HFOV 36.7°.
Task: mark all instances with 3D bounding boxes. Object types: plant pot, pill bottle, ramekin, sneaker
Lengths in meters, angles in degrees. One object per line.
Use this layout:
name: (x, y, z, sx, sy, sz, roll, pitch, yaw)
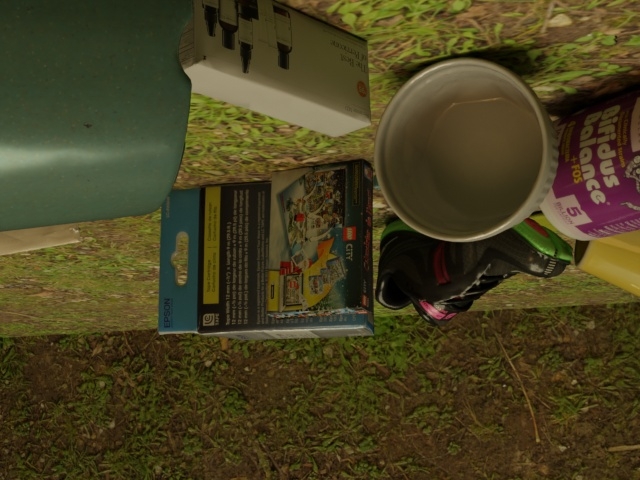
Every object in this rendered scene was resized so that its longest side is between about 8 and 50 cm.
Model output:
plant pot: (-0.278, -0.139, 0.656, 0.334, 0.341, 0.341, -2, 170, -23)
plant pot: (0.537, -0.008, 1.510, 0.238, 0.254, 0.254, 15, 169, 5)
pill bottle: (0.415, -0.105, 1.162, 0.169, 0.169, 0.301, 8, 165, -33)
ramekin: (0.176, -0.101, 1.118, 0.207, 0.207, 0.109, -7, 176, 28)
sneaker: (0.260, 0.058, 1.708, 0.185, 0.202, 0.482, 26, 163, -23)

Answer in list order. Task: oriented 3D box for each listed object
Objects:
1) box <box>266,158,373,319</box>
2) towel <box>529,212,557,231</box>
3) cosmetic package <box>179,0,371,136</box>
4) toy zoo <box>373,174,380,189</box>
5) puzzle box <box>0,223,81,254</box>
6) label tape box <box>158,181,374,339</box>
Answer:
box: (0.000, 0.000, 1.484, 0.159, 0.233, 0.044, -5, 163, 24)
towel: (0.448, -0.042, 1.831, 0.237, 0.021, 0.102, -9, 160, 37)
cosmetic package: (-0.047, -0.180, 0.963, 0.060, 0.099, 0.239, -11, 165, 43)
toy zoo: (0.230, -0.098, 1.519, 0.293, 0.030, 0.192, -1, 168, 2)
puzzle box: (-0.592, -0.002, 1.489, 0.408, 0.052, 0.272, -10, -170, -20)
label tape box: (-0.088, 0.035, 1.607, 0.347, 0.249, 0.115, -3, 167, 13)
